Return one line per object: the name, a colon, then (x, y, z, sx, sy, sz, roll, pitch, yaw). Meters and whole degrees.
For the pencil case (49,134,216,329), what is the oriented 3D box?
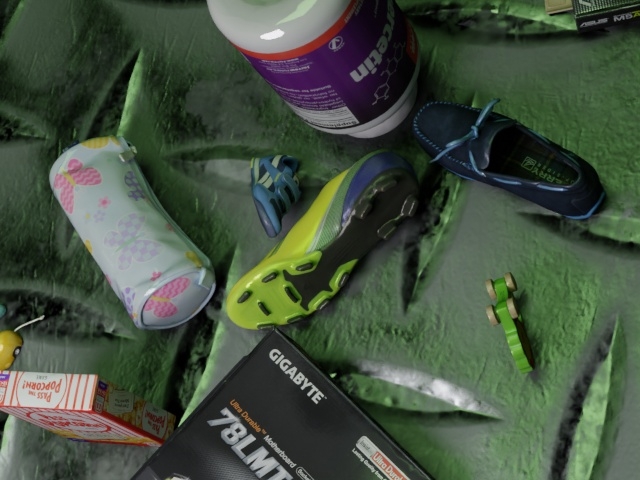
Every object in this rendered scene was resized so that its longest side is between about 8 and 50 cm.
pencil case: (-0.241, -0.013, 1.816, 0.124, 0.113, 0.273, -32, 59, -7)

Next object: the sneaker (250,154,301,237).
sneaker: (-0.054, -0.061, 1.769, 0.059, 0.053, 0.144, -11, 41, 5)

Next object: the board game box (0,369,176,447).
board game box: (-0.284, 0.203, 1.701, 0.147, 0.193, 0.045, 0, 70, 24)

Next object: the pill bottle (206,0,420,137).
pill bottle: (0.008, -0.243, 1.677, 0.181, 0.323, 0.181, -9, 67, 21)

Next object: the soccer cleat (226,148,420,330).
soccer cleat: (0.001, 0.000, 1.736, 0.289, 0.093, 0.121, -41, 29, 9)

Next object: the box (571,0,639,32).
box: (0.385, -0.357, 1.712, 0.184, 0.045, 0.191, -9, 66, 10)

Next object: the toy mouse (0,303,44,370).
toy mouse: (-0.469, 0.131, 1.904, 0.143, 0.031, 0.161, 31, 84, 30)

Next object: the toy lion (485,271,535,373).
toy lion: (0.218, 0.098, 1.594, 0.034, 0.096, 0.100, -21, 23, 15)

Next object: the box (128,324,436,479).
box: (-0.051, 0.300, 1.633, 0.293, 0.073, 0.295, -48, 60, 1)

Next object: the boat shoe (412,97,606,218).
boat shoe: (0.219, -0.115, 1.670, 0.258, 0.089, 0.109, 21, 79, 29)

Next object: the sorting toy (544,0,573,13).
sorting toy: (0.318, -0.313, 1.751, 0.083, 0.012, 0.062, -9, 69, 20)
